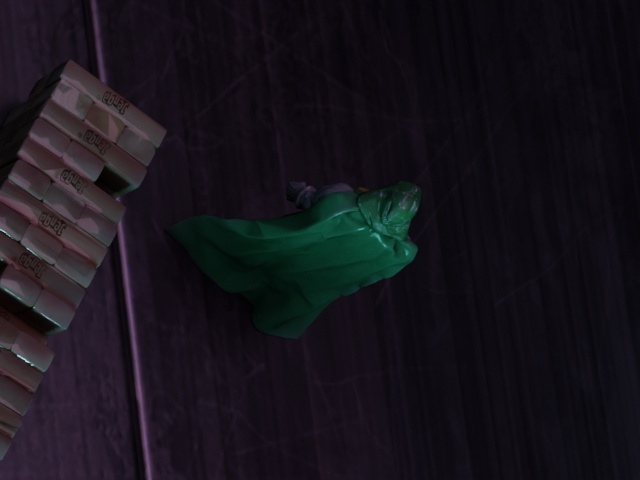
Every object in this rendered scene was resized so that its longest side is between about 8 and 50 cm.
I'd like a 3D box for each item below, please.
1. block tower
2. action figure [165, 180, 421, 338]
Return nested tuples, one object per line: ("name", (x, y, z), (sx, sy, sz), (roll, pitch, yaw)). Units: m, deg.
("block tower", (-0.223, 0.045, 1.298), (0.097, 0.091, 0.335), (36, 62, -20))
("action figure", (0.000, 0.000, 1.366), (0.137, 0.232, 0.063), (37, 61, -21))
